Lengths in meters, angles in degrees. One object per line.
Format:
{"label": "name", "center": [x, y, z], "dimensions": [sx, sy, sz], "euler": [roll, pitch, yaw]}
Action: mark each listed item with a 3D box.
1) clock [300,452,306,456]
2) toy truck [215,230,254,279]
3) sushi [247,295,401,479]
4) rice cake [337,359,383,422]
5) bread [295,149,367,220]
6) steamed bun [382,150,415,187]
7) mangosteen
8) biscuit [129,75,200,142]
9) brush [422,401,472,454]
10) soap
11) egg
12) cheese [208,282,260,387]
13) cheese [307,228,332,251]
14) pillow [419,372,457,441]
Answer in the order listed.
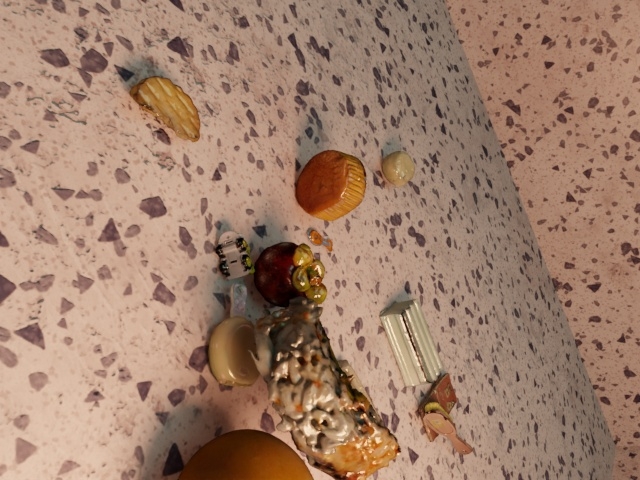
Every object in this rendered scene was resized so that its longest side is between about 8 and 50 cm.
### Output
{"label": "clock", "center": [0.037, 0.472, 1.455], "dimensions": [0.193, 0.073, 0.144], "euler": [24, 58, -45]}
{"label": "toy truck", "center": [-0.190, 0.032, 1.338], "dimensions": [0.077, 0.076, 0.111], "euler": [9, 66, -69]}
{"label": "sushi", "center": [0.001, 0.302, 1.210], "dimensions": [0.417, 0.176, 0.417], "euler": [60, -1, 2]}
{"label": "rice cake", "center": [0.111, 0.437, 1.587], "dimensions": [0.256, 0.052, 0.057], "euler": [62, 8, -15]}
{"label": "bread", "center": [0.024, -0.152, 1.579], "dimensions": [0.104, 0.199, 0.199], "euler": [14, 66, -47]}
{"label": "steamed bun", "center": [0.264, -0.250, 2.019], "dimensions": [0.112, 0.091, 0.130], "euler": [47, 46, -25]}
{"label": "mangosteen", "center": [-0.066, 0.082, 1.381], "dimensions": [0.166, 0.180, 0.166], "euler": [3, 86, -52]}
{"label": "biscuit", "center": [-0.338, -0.291, 1.276], "dimensions": [0.183, 0.061, 0.118], "euler": [34, 50, -44]}
{"label": "brush", "center": [0.413, 0.597, 1.853], "dimensions": [0.313, 0.072, 0.067], "euler": [50, 34, -35]}
{"label": "soap", "center": [0.287, 0.320, 1.833], "dimensions": [0.150, 0.094, 0.261], "euler": [-29, 99, -58]}
{"label": "egg", "center": [-0.132, 0.521, 1.038], "dimensions": [0.282, 0.283, 0.351], "euler": [-2, 82, -53]}
{"label": "cheese", "center": [-0.183, 0.205, 1.281], "dimensions": [0.137, 0.064, 0.227], "euler": [24, 57, -48]}
{"label": "cheese", "center": [-0.001, 0.000, 1.638], "dimensions": [0.111, 0.017, 0.047], "euler": [27, 59, -45]}
{"label": "pillow", "center": [0.389, 0.546, 1.911], "dimensions": [0.232, 0.043, 0.126], "euler": [-35, 105, -51]}
